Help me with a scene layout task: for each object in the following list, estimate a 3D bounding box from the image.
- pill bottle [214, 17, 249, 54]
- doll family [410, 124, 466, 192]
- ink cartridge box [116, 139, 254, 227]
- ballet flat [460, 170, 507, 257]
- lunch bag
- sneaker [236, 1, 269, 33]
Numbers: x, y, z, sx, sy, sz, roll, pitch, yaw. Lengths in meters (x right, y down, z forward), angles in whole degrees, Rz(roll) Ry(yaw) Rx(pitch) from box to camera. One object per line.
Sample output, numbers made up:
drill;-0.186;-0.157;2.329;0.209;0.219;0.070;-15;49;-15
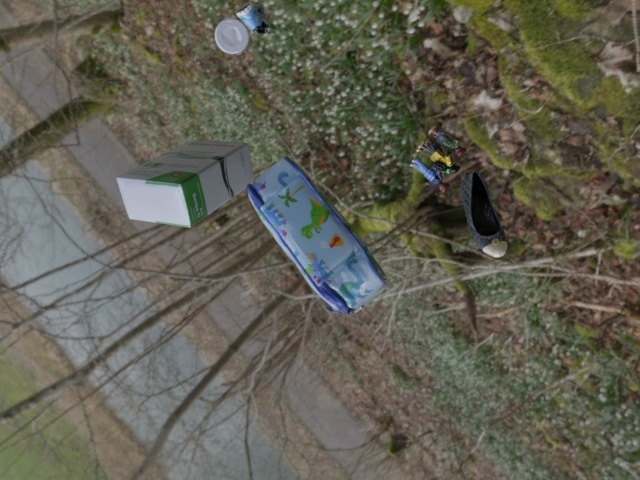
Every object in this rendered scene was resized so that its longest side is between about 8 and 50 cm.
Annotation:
pill bottle;-0.177;-0.410;1.139;0.120;0.067;0.067;-112;-4;-73
doll family;0.275;-0.181;1.303;0.111;0.076;0.193;38;172;8
ink cartridge box;-0.242;-0.113;1.049;0.153;0.208;0.086;8;121;28
ballet flat;0.292;-0.047;1.017;0.049;0.058;0.173;80;177;-62
lunch bag;0.000;0.000;0.774;0.219;0.090;0.176;52;-177;11
sneaker;-0.163;-0.545;1.404;0.063;0.162;0.073;-29;106;16
